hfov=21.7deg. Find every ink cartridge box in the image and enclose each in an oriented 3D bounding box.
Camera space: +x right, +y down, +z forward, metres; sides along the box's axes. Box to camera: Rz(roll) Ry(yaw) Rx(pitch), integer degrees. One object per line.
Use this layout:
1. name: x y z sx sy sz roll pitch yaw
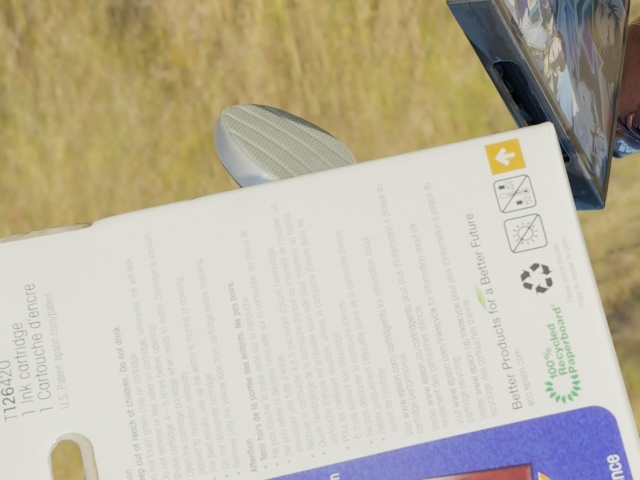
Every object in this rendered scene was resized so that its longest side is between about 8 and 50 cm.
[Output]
1. ink cartridge box: -0.001 0.115 0.803 0.307 0.303 0.072 -13 159 2

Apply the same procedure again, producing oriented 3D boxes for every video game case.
1. video game case: 0.155 -0.197 1.087 0.035 0.275 0.248 -2 151 25

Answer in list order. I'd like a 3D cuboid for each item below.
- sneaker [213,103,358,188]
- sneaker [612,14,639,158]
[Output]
1. sneaker: 0.000 0.000 1.188 0.094 0.258 0.091 -10 134 -37
2. sneaker: 0.318 -0.086 1.463 0.106 0.281 0.162 15 142 -32
